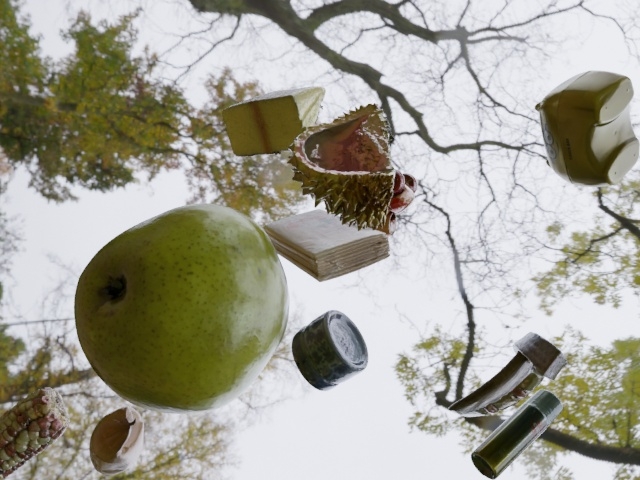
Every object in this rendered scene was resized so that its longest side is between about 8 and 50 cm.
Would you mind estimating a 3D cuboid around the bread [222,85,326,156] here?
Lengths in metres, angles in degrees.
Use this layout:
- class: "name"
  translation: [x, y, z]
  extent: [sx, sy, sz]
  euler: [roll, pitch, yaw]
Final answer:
- class: "bread"
  translation: [-0.095, -0.297, 1.314]
  extent: [0.240, 0.178, 0.136]
  euler: [0, -66, 34]

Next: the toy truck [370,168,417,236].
- class: "toy truck"
  translation: [0.155, -0.140, 1.642]
  extent: [0.265, 0.189, 0.239]
  euler: [44, -72, 20]

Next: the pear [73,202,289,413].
- class: "pear"
  translation: [-0.117, 0.063, 0.494]
  extent: [0.198, 0.198, 0.198]
  euler: [-3, -94, 46]

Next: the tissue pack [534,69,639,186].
- class: "tissue pack"
  translation: [0.439, -0.184, 0.886]
  extent: [0.127, 0.123, 0.178]
  euler: [30, -29, 55]

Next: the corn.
- class: "corn"
  translation: [-0.441, 0.290, 0.702]
  extent: [0.237, 0.079, 0.079]
  euler: [-37, -130, -12]

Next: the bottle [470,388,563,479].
- class: "bottle"
  translation: [0.513, 0.497, 1.387]
  extent: [0.082, 0.286, 0.082]
  euler: [42, -31, 32]

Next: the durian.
- class: "durian"
  translation: [0.045, -0.093, 0.682]
  extent: [0.132, 0.165, 0.182]
  euler: [-37, -119, 20]

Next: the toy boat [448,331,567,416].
- class: "toy boat"
  translation: [0.470, 0.335, 1.288]
  extent: [0.111, 0.293, 0.276]
  euler: [46, -13, 9]

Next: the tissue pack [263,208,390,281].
- class: "tissue pack"
  translation: [0.000, 0.000, 1.186]
  extent: [0.325, 0.170, 0.071]
  euler: [-154, -129, -64]

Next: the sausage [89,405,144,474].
- class: "sausage"
  translation: [-0.415, 0.408, 1.095]
  extent: [0.328, 0.112, 0.112]
  euler: [-56, -131, 53]

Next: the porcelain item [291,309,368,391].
- class: "porcelain item"
  translation: [0.018, 0.235, 1.139]
  extent: [0.114, 0.147, 0.147]
  euler: [-36, -118, 22]
